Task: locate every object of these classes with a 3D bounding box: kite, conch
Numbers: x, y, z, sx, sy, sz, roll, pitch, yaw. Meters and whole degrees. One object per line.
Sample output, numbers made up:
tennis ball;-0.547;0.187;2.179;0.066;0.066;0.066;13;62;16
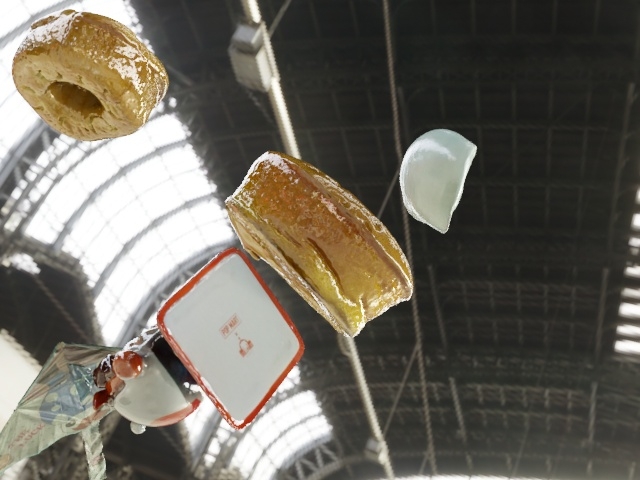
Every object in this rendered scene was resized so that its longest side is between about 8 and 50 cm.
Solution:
kite;-0.296;0.225;1.171;0.011;0.335;0.314;48;-28;35
conch;0.201;-0.101;1.574;0.121;0.185;0.221;-8;-12;-3

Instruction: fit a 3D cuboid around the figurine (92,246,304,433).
figurine;-0.172;0.146;1.071;0.226;0.183;0.160;-29;-81;34

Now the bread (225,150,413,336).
bread;0.000;0.000;1.200;0.269;0.142;0.195;45;-12;13

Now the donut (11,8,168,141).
donut;-0.346;-0.242;1.363;0.226;0.114;0.226;13;-30;8
